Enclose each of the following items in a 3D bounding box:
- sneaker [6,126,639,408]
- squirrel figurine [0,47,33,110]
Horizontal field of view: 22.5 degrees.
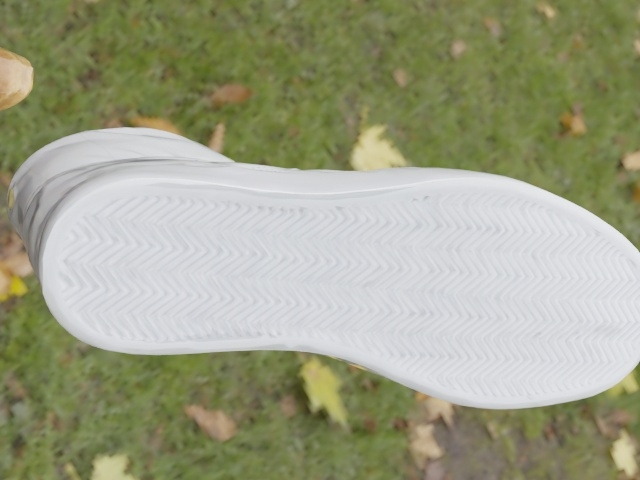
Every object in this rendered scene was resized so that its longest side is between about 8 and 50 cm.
[{"bbox_3d":[0.000,0.000,0.756,0.292,0.169,0.108,10,100,-22],"label":"sneaker"},{"bbox_3d":[-0.491,-0.047,1.334,0.281,0.397,0.370,16,96,-44],"label":"squirrel figurine"}]
